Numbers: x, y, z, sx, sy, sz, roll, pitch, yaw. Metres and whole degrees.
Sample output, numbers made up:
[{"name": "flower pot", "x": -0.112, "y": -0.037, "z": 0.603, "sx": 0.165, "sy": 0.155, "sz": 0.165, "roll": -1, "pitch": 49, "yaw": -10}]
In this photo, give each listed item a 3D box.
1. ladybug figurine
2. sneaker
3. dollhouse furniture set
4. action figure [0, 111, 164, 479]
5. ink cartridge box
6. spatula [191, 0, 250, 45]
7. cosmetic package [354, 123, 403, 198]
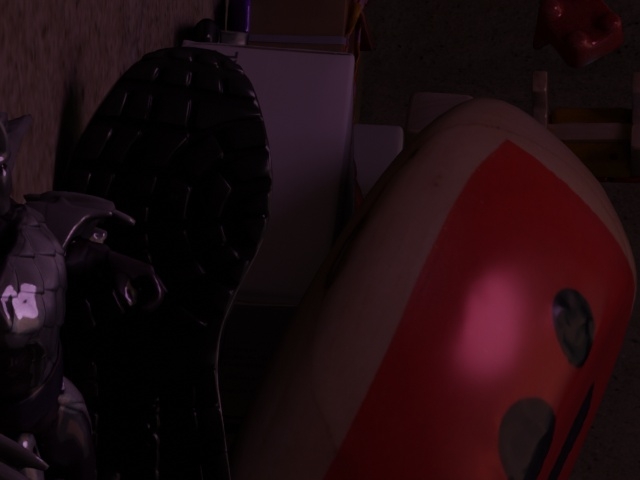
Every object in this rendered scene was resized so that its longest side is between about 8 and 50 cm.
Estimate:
[{"name": "ladybug figurine", "x": 0.070, "y": 0.110, "z": 1.102, "sx": 0.449, "sy": 0.161, "sz": 0.305, "roll": -59, "pitch": 160, "yaw": -32}, {"name": "sneaker", "x": -0.094, "y": 0.039, "z": 0.964, "sx": 0.124, "sy": 0.107, "sz": 0.283, "roll": -170, "pitch": -93, "yaw": -81}, {"name": "dollhouse furniture set", "x": 0.105, "y": -0.133, "z": 1.620, "sx": 0.152, "sy": 0.374, "sz": 0.201, "roll": 76, "pitch": 18, "yaw": -61}, {"name": "action figure", "x": -0.106, "y": 0.068, "z": 0.655, "sx": 0.185, "sy": 0.099, "sz": 0.285, "roll": -66, "pitch": 156, "yaw": -55}, {"name": "ink cartridge box", "x": -0.044, "y": 0.045, "z": 1.283, "sx": 0.307, "sy": 0.129, "sz": 0.223, "roll": 88, "pitch": 7, "yaw": -51}, {"name": "spatula", "x": -0.077, "y": -0.154, "z": 1.404, "sx": 0.296, "sy": 0.030, "sz": 0.084, "roll": -58, "pitch": 152, "yaw": -83}, {"name": "cosmetic package", "x": 0.000, "y": 0.000, "z": 1.745, "sx": 0.151, "sy": 0.151, "sz": 0.184, "roll": 87, "pitch": 8, "yaw": -57}]
